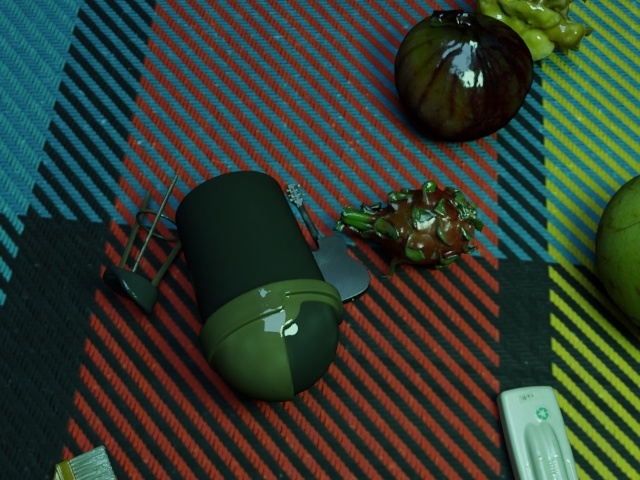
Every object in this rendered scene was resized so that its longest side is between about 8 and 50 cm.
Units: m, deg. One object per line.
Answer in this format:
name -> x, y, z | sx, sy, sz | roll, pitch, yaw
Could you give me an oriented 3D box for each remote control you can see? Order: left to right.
remote control -> 0.324, 0.323, 1.311 | 0.090, 0.049, 0.230 | -6, 63, -8

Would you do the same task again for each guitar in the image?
guitar -> 0.000, 0.000, 1.470 | 0.088, 0.025, 0.233 | -22, 67, -12

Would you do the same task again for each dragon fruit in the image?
dragon fruit -> 0.137, -0.016, 1.429 | 0.235, 0.135, 0.137 | -8, 67, 3

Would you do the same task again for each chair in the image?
chair -> -0.272, 0.010, 1.423 | 0.095, 0.104, 0.222 | 0, 56, 26

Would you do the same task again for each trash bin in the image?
trash bin -> -0.086, 0.078, 1.330 | 0.214, 0.214, 0.334 | -15, 57, -10

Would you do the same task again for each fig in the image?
fig -> 0.242, -0.282, 1.530 | 0.235, 0.214, 0.235 | 11, 66, -25

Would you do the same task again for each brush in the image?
brush -> -0.415, 0.389, 1.267 | 0.272, 0.013, 0.103 | -23, 66, -13

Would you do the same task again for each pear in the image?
pear -> 0.558, 0.017, 1.364 | 0.283, 0.283, 0.284 | 1, 64, -2

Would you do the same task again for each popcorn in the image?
popcorn -> 0.367, -0.426, 1.612 | 0.253, 0.191, 0.190 | 43, 83, 8
